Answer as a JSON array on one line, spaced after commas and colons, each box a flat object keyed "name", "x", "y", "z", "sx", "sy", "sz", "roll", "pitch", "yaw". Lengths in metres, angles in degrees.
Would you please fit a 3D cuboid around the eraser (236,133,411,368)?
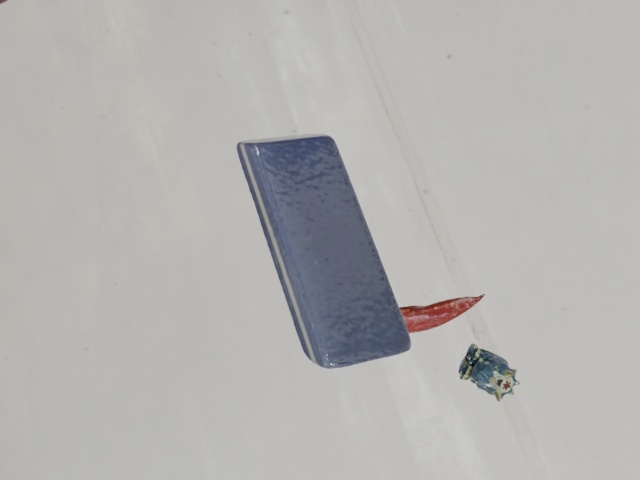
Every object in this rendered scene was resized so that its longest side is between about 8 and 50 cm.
[{"name": "eraser", "x": 0.000, "y": 0.000, "z": 0.651, "sx": 0.036, "sy": 0.082, "sz": 0.225, "roll": -51, "pitch": 54, "yaw": 56}]

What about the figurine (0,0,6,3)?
[{"name": "figurine", "x": -0.315, "y": -0.216, "z": 0.492, "sx": 0.196, "sy": 0.323, "sz": 0.320, "roll": 11, "pitch": 93, "yaw": -12}]

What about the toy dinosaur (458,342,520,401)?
[{"name": "toy dinosaur", "x": 0.144, "y": 0.112, "z": 0.658, "sx": 0.047, "sy": 0.083, "sz": 0.030, "roll": 28, "pitch": 94, "yaw": 5}]

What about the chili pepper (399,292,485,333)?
[{"name": "chili pepper", "x": 0.131, "y": 0.101, "z": 1.009, "sx": 0.178, "sy": 0.045, "sz": 0.027, "roll": -18, "pitch": 36, "yaw": 24}]
